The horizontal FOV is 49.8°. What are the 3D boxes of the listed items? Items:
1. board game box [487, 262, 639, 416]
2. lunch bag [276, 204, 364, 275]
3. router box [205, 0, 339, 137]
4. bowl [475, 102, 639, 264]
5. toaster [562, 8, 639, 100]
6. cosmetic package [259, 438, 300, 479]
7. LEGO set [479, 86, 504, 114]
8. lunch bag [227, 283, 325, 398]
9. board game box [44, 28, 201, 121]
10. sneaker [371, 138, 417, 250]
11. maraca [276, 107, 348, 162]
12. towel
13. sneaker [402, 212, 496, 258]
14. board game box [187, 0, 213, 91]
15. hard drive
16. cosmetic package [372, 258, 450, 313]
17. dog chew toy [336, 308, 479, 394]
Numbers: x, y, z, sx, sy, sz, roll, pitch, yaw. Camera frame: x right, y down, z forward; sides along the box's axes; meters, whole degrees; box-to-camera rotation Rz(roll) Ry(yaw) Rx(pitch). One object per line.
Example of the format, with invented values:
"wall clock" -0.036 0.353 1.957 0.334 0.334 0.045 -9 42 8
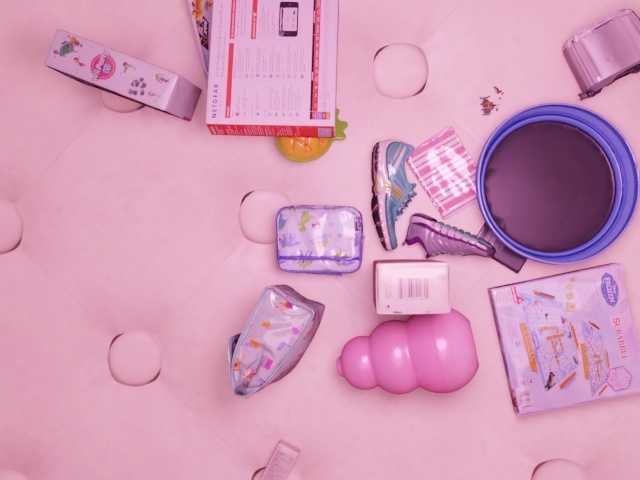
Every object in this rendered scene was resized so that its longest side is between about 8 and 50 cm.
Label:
"board game box" 0.601 0.240 1.686 0.318 0.066 0.318 -11 89 3
"lunch bag" 0.000 0.000 1.710 0.219 0.090 0.176 2 93 4
"router box" -0.109 -0.419 1.640 0.301 0.082 0.335 2 80 2
"bowl" 0.565 -0.135 1.671 0.391 0.077 0.390 0 87 0
"toaster" 0.686 -0.446 1.656 0.227 0.129 0.146 -28 84 7
"cosmetic package" -0.103 0.568 1.735 0.060 0.041 0.115 29 91 3
"LEGO set" 0.425 -0.344 1.723 0.083 0.023 0.054 -38 90 -11
"lunch bag" -0.115 0.244 1.647 0.160 0.223 0.262 29 93 9
"board game box" -0.467 -0.392 1.669 0.304 0.224 0.097 22 93 3
"sneaker" 0.183 -0.109 1.690 0.110 0.107 0.275 1 95 -5
"maraca" -0.021 -0.265 1.708 0.186 0.099 0.127 -30 85 -13
"towel" 0.318 -0.168 1.721 0.144 0.029 0.197 -32 88 3
"sneaker" 0.314 0.013 1.695 0.224 0.083 0.098 25 103 21
"board game box" -0.218 -0.530 1.739 0.193 0.053 0.305 -13 89 2
"hard drive" 0.457 0.008 1.716 0.135 0.022 0.094 32 91 3
"cosmetic package" 0.201 0.101 1.588 0.160 0.309 0.113 -1 90 2
"dog chew toy" 0.202 0.275 1.648 0.332 0.206 0.206 -12 89 10
